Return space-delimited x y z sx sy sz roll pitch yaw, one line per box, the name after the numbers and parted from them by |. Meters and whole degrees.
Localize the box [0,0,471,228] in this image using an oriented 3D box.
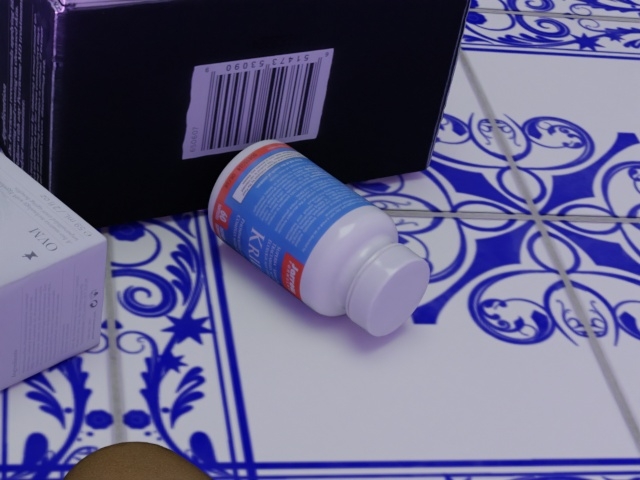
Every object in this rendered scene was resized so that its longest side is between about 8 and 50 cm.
-0.160 -0.287 1.633 0.480 0.297 0.472 -11 43 -26 | box

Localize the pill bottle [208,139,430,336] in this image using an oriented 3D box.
0.000 0.000 1.439 0.124 0.124 0.221 -26 49 -39 | pill bottle

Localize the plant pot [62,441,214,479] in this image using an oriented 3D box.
-0.123 0.260 1.009 0.237 0.237 0.254 0 22 -15 | plant pot

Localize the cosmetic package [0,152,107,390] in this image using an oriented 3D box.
-0.354 0.030 1.297 0.224 0.138 0.224 36 44 29 | cosmetic package
